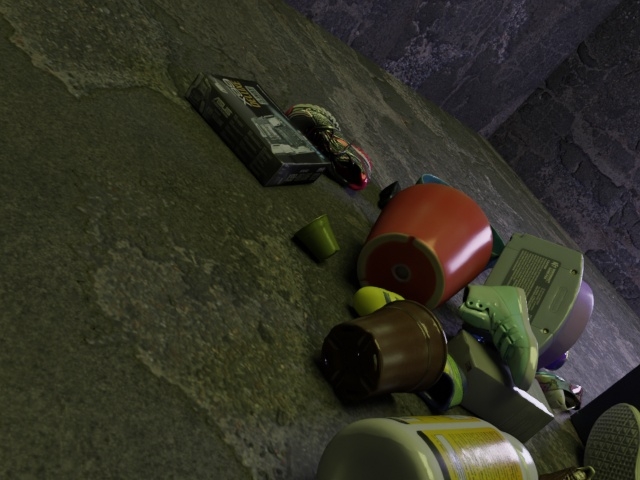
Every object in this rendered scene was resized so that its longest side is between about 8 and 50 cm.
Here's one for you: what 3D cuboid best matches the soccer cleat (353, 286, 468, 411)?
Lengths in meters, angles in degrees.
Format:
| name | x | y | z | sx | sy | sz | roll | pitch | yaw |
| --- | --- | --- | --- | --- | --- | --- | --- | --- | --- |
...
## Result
| name | x | y | z | sx | sy | sz | roll | pitch | yaw |
| --- | --- | --- | --- | --- | --- | --- | --- | --- | --- |
| soccer cleat | 0.166 | 0.202 | 1.287 | 0.289 | 0.093 | 0.121 | 47 | 30 | 11 |

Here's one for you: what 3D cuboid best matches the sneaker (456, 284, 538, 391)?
| name | x | y | z | sx | sy | sz | roll | pitch | yaw |
| --- | --- | --- | --- | --- | --- | --- | --- | --- | --- |
| sneaker | 0.356 | 0.196 | 1.389 | 0.151 | 0.094 | 0.256 | 7 | 43 | -2 |

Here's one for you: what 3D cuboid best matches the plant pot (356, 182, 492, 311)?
| name | x | y | z | sx | sy | sz | roll | pitch | yaw |
| --- | --- | --- | --- | --- | --- | --- | --- | --- | --- |
| plant pot | 0.214 | 0.032 | 1.470 | 0.275 | 0.275 | 0.243 | 45 | 33 | 5 |

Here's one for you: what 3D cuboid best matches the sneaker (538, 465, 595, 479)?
| name | x | y | z | sx | sy | sz | roll | pitch | yaw |
| --- | --- | --- | --- | --- | --- | --- | --- | --- | --- |
| sneaker | 0.490 | 0.479 | 1.344 | 0.188 | 0.071 | 0.066 | 10 | 39 | -53 |

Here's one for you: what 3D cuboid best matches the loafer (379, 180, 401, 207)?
| name | x | y | z | sx | sy | sz | roll | pitch | yaw |
| --- | --- | --- | --- | --- | --- | --- | --- | --- | --- |
| loafer | 0.214 | -0.125 | 1.988 | 0.061 | 0.062 | 0.170 | 51 | 28 | -13 |

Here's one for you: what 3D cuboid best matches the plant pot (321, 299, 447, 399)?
| name | x | y | z | sx | sy | sz | roll | pitch | yaw |
| --- | --- | --- | --- | --- | --- | --- | --- | --- | --- |
| plant pot | 0.100 | 0.190 | 1.129 | 0.165 | 0.167 | 0.167 | -3 | 49 | -50 |

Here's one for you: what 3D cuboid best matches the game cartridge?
| name | x | y | z | sx | sy | sz | roll | pitch | yaw |
| --- | --- | --- | --- | --- | --- | --- | --- | --- | --- |
| game cartridge | 0.474 | 0.123 | 1.531 | 0.198 | 0.062 | 0.297 | 25 | 60 | 22 |

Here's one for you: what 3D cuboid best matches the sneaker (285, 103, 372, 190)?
| name | x | y | z | sx | sy | sz | roll | pitch | yaw |
| --- | --- | --- | --- | --- | --- | --- | --- | --- | --- |
| sneaker | 0.026 | -0.255 | 1.824 | 0.299 | 0.121 | 0.112 | 37 | 25 | -13 |

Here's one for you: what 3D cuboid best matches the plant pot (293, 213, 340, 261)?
| name | x | y | z | sx | sy | sz | roll | pitch | yaw |
| --- | --- | --- | --- | --- | --- | --- | --- | --- | --- |
| plant pot | 0.000 | 0.000 | 1.403 | 0.079 | 0.083 | 0.083 | 57 | 24 | 4 |

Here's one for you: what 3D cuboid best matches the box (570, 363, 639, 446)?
| name | x | y | z | sx | sy | sz | roll | pitch | yaw |
| --- | --- | --- | --- | --- | --- | --- | --- | --- | --- |
| box | 0.869 | 0.472 | 1.659 | 0.343 | 0.312 | 0.179 | 31 | 26 | -24 |

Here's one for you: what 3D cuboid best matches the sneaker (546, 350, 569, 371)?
| name | x | y | z | sx | sy | sz | roll | pitch | yaw |
| --- | --- | --- | --- | --- | --- | --- | --- | --- | --- |
| sneaker | 0.560 | 0.238 | 1.861 | 0.146 | 0.102 | 0.293 | 23 | 25 | -30 |

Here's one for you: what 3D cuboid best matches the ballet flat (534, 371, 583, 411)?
| name | x | y | z | sx | sy | sz | roll | pitch | yaw |
| --- | --- | --- | --- | --- | --- | --- | --- | --- | --- |
| ballet flat | 0.601 | 0.389 | 1.696 | 0.221 | 0.077 | 0.079 | 23 | 49 | -39 |

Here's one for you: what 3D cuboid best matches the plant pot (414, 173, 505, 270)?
| name | x | y | z | sx | sy | sz | roll | pitch | yaw |
| --- | --- | --- | --- | --- | --- | --- | --- | --- | --- |
| plant pot | 0.304 | -0.001 | 1.726 | 0.290 | 0.195 | 0.290 | 35 | 24 | -18 |

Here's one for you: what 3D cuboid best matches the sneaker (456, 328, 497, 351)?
| name | x | y | z | sx | sy | sz | roll | pitch | yaw |
| --- | --- | --- | --- | --- | --- | --- | --- | --- | --- |
| sneaker | 0.334 | 0.239 | 1.547 | 0.082 | 0.069 | 0.209 | 15 | 14 | 39 |

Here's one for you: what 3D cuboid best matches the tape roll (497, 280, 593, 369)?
| name | x | y | z | sx | sy | sz | roll | pitch | yaw |
| --- | --- | --- | --- | --- | --- | --- | --- | --- | --- |
| tape roll | 0.538 | 0.185 | 1.675 | 0.090 | 0.275 | 0.275 | 38 | 23 | -12 |

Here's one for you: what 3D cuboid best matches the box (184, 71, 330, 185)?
| name | x | y | z | sx | sy | sz | roll | pitch | yaw |
| --- | --- | --- | --- | --- | --- | --- | --- | --- | --- |
| box | -0.146 | -0.266 | 1.618 | 0.307 | 0.076 | 0.242 | 49 | 24 | 14 |

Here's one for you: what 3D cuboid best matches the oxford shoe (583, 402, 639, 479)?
| name | x | y | z | sx | sy | sz | roll | pitch | yaw |
| --- | --- | --- | --- | --- | --- | --- | --- | --- | --- |
| oxford shoe | 0.669 | 0.535 | 1.422 | 0.130 | 0.169 | 0.449 | 35 | 31 | -10 |

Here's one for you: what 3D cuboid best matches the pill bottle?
| name | x | y | z | sx | sy | sz | roll | pitch | yaw |
| --- | --- | --- | --- | --- | --- | --- | --- | --- | --- |
| pill bottle | 0.163 | 0.337 | 0.920 | 0.333 | 0.188 | 0.188 | 15 | 35 | -47 |

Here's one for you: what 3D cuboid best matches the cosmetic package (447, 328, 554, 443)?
| name | x | y | z | sx | sy | sz | roll | pitch | yaw |
| --- | --- | --- | --- | --- | --- | --- | --- | --- | --- |
| cosmetic package | 0.360 | 0.305 | 1.407 | 0.238 | 0.107 | 0.127 | 32 | 24 | -16 |
